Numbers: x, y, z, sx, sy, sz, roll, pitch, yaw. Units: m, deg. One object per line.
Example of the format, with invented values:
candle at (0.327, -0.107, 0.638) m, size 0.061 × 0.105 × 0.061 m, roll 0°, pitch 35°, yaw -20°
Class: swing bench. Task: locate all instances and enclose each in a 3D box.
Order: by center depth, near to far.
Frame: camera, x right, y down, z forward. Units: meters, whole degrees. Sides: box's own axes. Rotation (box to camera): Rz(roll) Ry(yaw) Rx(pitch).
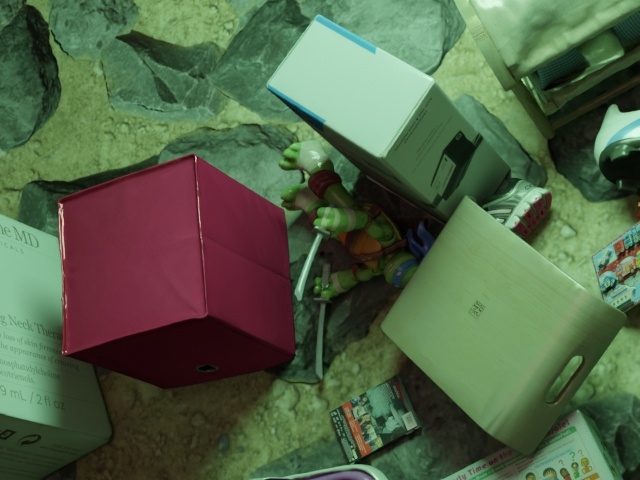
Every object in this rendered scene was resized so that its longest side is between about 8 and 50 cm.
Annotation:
swing bench at (0.349, -0.301, 1.658) m, size 0.253 × 0.255 × 0.165 m, roll -29°, pitch 62°, yaw 17°

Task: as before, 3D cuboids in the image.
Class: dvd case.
dvd case at (0.078, 0.257, 1.760) m, size 0.119 × 0.013 × 0.087 m, roll -33°, pitch 61°, yaw 17°

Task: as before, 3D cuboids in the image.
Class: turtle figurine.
turtle figurine at (0.000, 0.000, 1.784) m, size 0.275 × 0.198 × 0.266 m, roll -41°, pitch 54°, yaw 7°

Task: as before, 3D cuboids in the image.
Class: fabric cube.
fabric cube at (-0.212, 0.058, 1.843) m, size 0.254 × 0.258 × 0.259 m, roll -15°, pitch 67°, yaw 23°

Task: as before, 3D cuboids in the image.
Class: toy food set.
toy food set at (0.231, 0.103, 1.621) m, size 0.219 × 0.092 × 0.306 m, roll -57°, pitch 45°, yaw 10°

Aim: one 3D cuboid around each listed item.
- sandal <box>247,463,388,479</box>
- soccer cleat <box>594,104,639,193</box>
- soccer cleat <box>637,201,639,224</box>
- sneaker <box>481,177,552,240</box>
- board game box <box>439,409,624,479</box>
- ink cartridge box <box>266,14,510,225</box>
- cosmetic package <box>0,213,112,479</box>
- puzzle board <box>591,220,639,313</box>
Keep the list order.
sandal at (-0.093, 0.413, 1.747) m, size 0.416 × 0.102 × 0.169 m, roll -28°, pitch 62°, yaw 18°
soccer cleat at (0.523, -0.149, 1.598) m, size 0.331 × 0.116 × 0.143 m, roll -3°, pitch 45°, yaw 18°
soccer cleat at (0.462, 0.023, 1.605) m, size 0.076 × 0.068 × 0.196 m, roll -10°, pitch 68°, yaw 8°
sneaker at (0.248, -0.021, 1.736) m, size 0.170 × 0.063 × 0.075 m, roll -49°, pitch 51°, yaw 8°
board game box at (0.303, 0.399, 1.540) m, size 0.224 × 0.097 × 0.303 m, roll -30°, pitch 63°, yaw 16°
ink cartridge box at (0.102, -0.155, 1.714) m, size 0.223 × 0.307 × 0.129 m, roll 34°, pitch 89°, yaw 33°
cosmetic package at (-0.597, 0.188, 1.965) m, size 0.327 × 0.329 × 0.393 m, roll -31°, pitch 62°, yaw 18°
puzzle board at (0.402, 0.038, 1.612) m, size 0.128 × 0.011 × 0.096 m, roll 132°, pitch 134°, yaw -56°
